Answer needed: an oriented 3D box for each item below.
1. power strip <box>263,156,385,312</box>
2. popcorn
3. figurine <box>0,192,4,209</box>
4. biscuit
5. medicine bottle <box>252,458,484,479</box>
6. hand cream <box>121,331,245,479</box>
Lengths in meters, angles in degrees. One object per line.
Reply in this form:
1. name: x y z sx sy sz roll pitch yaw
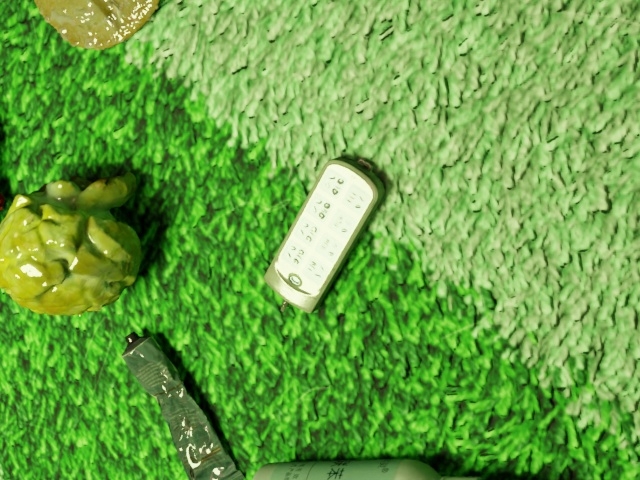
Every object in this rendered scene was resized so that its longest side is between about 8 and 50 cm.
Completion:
1. power strip: 0.000 0.000 1.115 0.080 0.029 0.226 34 113 12
2. popcorn: -0.318 -0.003 1.184 0.198 0.198 0.212 17 82 19
3. figurine: -0.495 -0.074 1.266 0.185 0.127 0.234 31 100 1
4. biscuit: -0.286 -0.348 1.155 0.220 0.033 0.219 6 105 24
5. medicine bottle: 0.087 0.321 1.108 0.352 0.110 0.110 -8 99 25
6. hand cream: -0.198 0.234 1.241 0.075 0.052 0.247 -28 91 27
